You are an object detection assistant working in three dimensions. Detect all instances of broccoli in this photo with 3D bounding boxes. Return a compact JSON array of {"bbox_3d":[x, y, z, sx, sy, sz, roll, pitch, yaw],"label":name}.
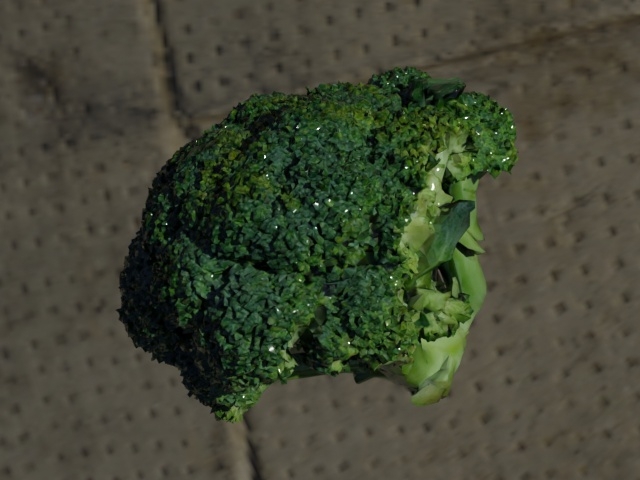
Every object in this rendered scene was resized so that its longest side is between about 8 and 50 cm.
[{"bbox_3d":[0.000,0.000,0.866,0.195,0.156,0.195,-37,37,34],"label":"broccoli"}]
